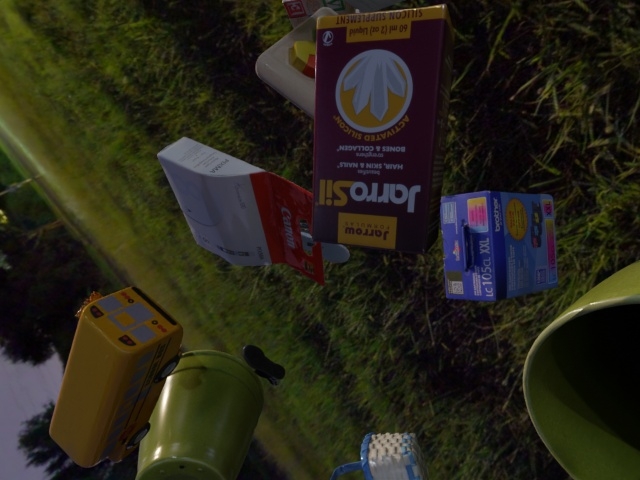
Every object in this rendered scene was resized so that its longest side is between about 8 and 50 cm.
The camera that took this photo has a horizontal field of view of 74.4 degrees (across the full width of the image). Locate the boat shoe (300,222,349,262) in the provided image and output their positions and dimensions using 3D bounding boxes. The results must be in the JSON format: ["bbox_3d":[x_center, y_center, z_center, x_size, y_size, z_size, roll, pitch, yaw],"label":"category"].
[{"bbox_3d":[0.000,0.000,1.219,0.183,0.083,0.065,21,120,-7],"label":"boat shoe"}]

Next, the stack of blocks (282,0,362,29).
[{"bbox_3d":[0.045,-0.492,1.003,0.171,0.087,0.297,-1,161,17],"label":"stack of blocks"}]

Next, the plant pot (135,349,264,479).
[{"bbox_3d":[-0.355,0.568,1.199,0.353,0.366,0.366,-101,-13,-70],"label":"plant pot"}]

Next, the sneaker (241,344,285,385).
[{"bbox_3d":[-0.160,0.340,1.143,0.170,0.051,0.089,42,146,-21],"label":"sneaker"}]

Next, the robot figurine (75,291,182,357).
[{"bbox_3d":[-0.498,0.240,1.135,0.291,0.085,0.211,34,164,-21],"label":"robot figurine"}]

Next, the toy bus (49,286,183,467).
[{"bbox_3d":[-0.322,0.232,0.659,0.108,0.130,0.333,35,116,13],"label":"toy bus"}]

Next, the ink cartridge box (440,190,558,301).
[{"bbox_3d":[0.459,0.012,1.110,0.151,0.395,0.270,-5,89,54],"label":"ink cartridge box"}]

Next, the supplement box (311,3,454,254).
[{"bbox_3d":[0.055,-0.090,0.372,0.104,0.081,0.188,6,102,22],"label":"supplement box"}]

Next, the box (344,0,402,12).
[{"bbox_3d":[0.086,-0.516,0.747,0.182,0.181,0.119,15,97,50],"label":"box"}]

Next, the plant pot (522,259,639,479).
[{"bbox_3d":[0.409,0.111,0.440,0.274,0.293,0.275,27,132,35],"label":"plant pot"}]

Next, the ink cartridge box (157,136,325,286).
[{"bbox_3d":[-0.174,-0.040,0.977,0.385,0.091,0.308,27,146,26],"label":"ink cartridge box"}]

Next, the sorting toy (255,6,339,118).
[{"bbox_3d":[0.033,-0.256,0.633,0.193,0.208,0.038,36,146,-5],"label":"sorting toy"}]

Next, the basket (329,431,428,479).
[{"bbox_3d":[0.151,0.665,1.189,0.255,0.289,0.201,21,-126,-72],"label":"basket"}]
